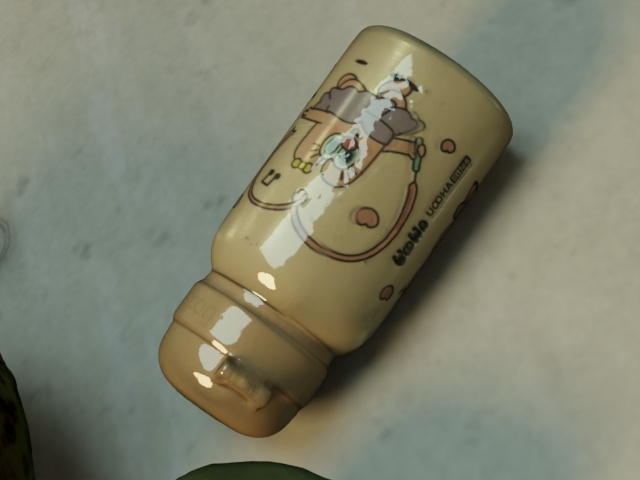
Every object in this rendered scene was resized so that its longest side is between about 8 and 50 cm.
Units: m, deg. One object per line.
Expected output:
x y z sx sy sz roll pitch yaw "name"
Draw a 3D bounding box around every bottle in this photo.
0.000 0.000 0.685 0.209 0.097 0.110 -54 10 -7 "bottle"

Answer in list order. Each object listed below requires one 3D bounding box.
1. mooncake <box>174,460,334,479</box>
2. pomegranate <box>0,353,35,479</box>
-0.021 0.184 0.574 0.175 0.104 0.168 -35 45 7 "mooncake"
-0.314 0.111 0.652 0.285 0.341 0.285 -54 17 25 "pomegranate"
